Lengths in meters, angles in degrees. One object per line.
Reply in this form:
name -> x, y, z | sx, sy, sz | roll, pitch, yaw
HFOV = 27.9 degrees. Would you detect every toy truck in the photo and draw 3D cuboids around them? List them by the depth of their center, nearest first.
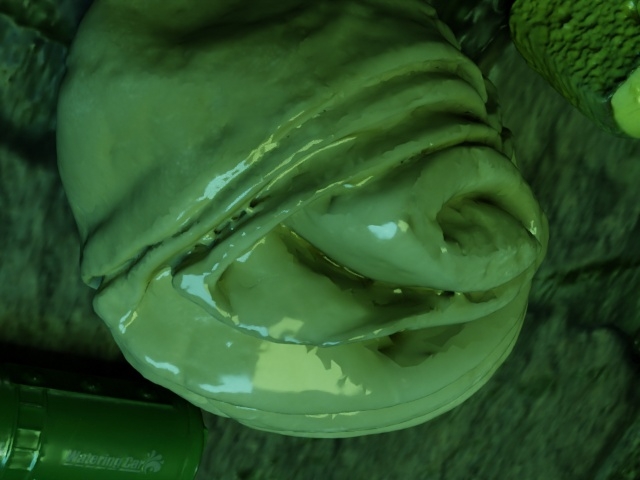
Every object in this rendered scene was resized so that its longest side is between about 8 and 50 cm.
toy truck -> -0.197, 0.137, 0.827 | 0.243, 0.101, 0.125 | 11, 116, -30

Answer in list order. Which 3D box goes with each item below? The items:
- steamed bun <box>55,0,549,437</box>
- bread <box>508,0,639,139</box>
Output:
steamed bun -> 0.003, 0.000, 0.729 | 0.276, 0.203, 0.289 | -11, 129, -13
bread -> 0.191, -0.128, 0.764 | 0.111, 0.114, 0.129 | 20, 119, -38
